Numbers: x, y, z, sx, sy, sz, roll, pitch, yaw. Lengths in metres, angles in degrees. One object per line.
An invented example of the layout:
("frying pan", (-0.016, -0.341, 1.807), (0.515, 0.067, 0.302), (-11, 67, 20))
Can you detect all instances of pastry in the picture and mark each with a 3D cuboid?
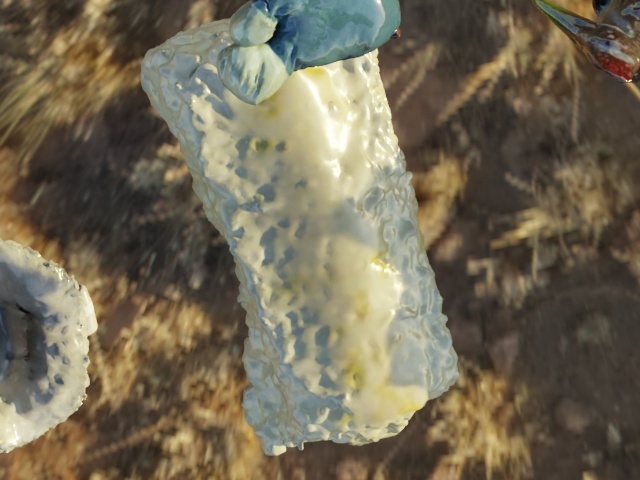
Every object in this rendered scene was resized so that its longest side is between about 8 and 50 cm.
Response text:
("pastry", (-0.006, 0.000, 0.921), (0.121, 0.089, 0.258), (-13, 111, -2))

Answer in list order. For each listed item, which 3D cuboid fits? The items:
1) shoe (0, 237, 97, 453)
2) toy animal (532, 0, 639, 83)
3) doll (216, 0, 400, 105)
("shoe", (-0.281, 0.073, 0.992), (0.198, 0.351, 0.172), (2, 114, 34))
("toy animal", (0.178, -0.117, 1.008), (0.105, 0.202, 0.070), (13, 113, 20))
("doll", (-0.006, -0.090, 0.535), (0.050, 0.076, 0.083), (-7, 114, 11))
